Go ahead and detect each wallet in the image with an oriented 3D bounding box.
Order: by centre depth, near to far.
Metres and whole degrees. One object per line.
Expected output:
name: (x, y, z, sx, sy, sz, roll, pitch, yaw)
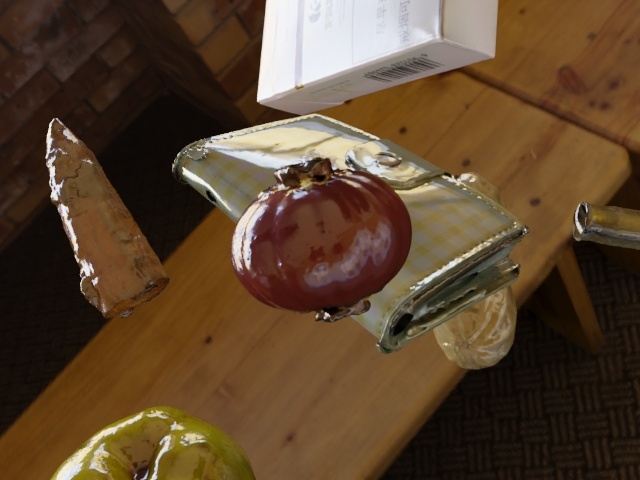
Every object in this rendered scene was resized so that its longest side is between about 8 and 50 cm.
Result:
wallet: (0.030, -0.034, 0.779, 0.223, 0.077, 0.309, -27, 50, -33)

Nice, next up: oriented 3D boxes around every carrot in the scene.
carrot: (-0.277, -0.035, 0.954, 0.102, 0.102, 0.263, -28, 84, 6)

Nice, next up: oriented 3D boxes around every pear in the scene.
pear: (-0.140, 0.250, 0.670, 0.200, 0.200, 0.200, -11, 57, 18)

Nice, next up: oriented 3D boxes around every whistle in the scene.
whistle: (0.532, -0.005, 1.115, 0.326, 0.068, 0.057, 8, 92, 1)

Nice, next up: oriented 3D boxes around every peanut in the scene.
peanut: (0.209, 0.037, 1.095, 0.130, 0.130, 0.290, -7, 63, 20)

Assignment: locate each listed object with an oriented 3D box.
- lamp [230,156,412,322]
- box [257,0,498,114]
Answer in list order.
lamp: (0.000, 0.000, 0.425, 0.101, 0.101, 0.090, -15, 97, 15)
box: (0.023, -0.120, 0.398, 0.154, 0.040, 0.084, -3, 83, 55)
